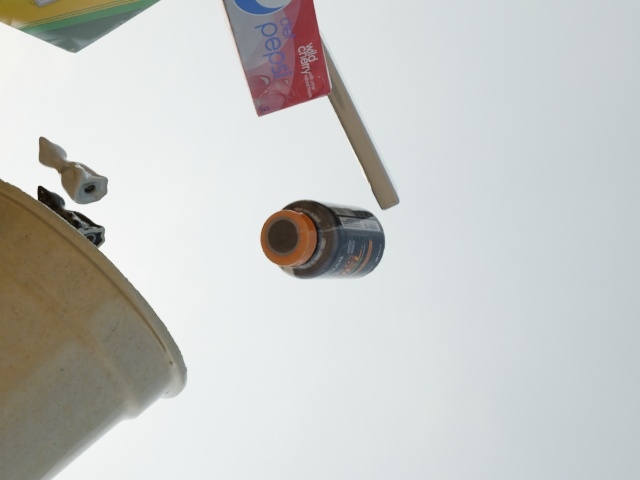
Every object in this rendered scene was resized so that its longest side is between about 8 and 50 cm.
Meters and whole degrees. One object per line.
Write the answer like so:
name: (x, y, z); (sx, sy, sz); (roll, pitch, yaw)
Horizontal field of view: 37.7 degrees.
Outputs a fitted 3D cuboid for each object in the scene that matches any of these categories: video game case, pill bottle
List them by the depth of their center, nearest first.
pill bottle: (0.000, 0.000, 1.526); (0.130, 0.246, 0.130); (-1, -92, 29)
video game case: (0.046, -0.213, 1.557); (0.036, 0.300, 0.329); (-26, -85, 7)

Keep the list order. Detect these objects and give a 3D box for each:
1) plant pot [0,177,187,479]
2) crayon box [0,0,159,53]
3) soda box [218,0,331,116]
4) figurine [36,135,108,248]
plant pot: (-0.361, 0.152, 0.954); (0.334, 0.334, 0.305); (7, -132, 48)
crayon box: (-0.256, -0.269, 0.787); (0.165, 0.278, 0.081); (-23, -111, 27)
soda box: (-0.056, -0.246, 0.939); (0.092, 0.263, 0.083); (-17, -124, -1)
figurine: (-0.572, -0.108, 2.090); (0.209, 0.092, 0.214); (35, -51, 32)
